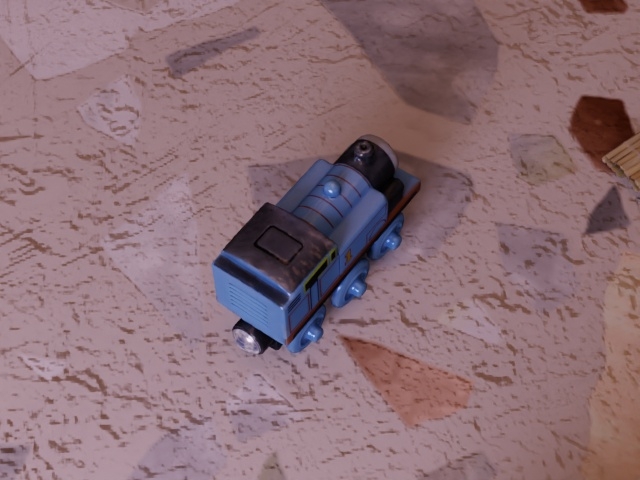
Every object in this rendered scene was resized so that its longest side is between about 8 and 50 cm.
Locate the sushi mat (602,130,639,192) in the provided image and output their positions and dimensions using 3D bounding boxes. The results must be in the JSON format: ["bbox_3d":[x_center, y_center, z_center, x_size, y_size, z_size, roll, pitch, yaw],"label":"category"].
[{"bbox_3d":[0.392,-0.094,0.972,0.317,0.019,0.151,-32,65,-19],"label":"sushi mat"}]

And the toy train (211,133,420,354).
[{"bbox_3d":[0.000,0.000,0.858,0.080,0.105,0.184,33,63,18],"label":"toy train"}]
